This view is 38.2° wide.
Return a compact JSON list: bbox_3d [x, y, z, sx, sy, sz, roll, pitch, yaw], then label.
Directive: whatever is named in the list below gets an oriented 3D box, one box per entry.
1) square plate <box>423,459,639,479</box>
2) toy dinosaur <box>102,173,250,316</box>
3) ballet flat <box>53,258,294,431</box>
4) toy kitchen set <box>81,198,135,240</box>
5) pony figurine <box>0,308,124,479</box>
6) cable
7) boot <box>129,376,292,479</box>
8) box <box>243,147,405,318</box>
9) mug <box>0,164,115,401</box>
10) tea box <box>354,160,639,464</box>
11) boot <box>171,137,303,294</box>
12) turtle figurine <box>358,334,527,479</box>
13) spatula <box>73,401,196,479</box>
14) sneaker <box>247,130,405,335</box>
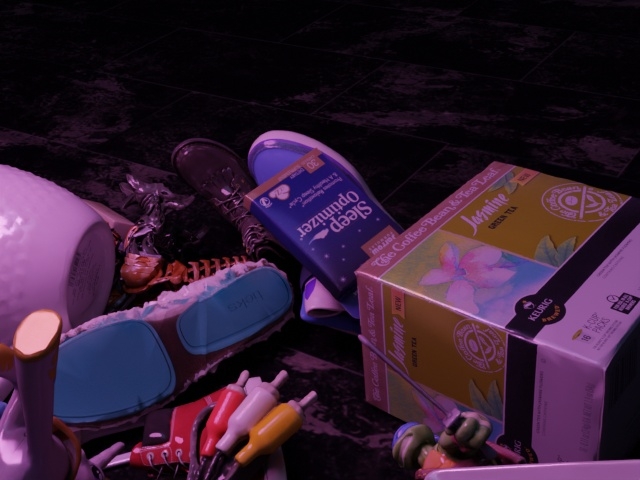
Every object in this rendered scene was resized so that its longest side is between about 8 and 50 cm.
[{"bbox_3d":[0.204,0.288,0.664,0.347,0.049,0.344,-10,25,26],"label":"square plate"},{"bbox_3d":[-0.272,0.040,1.444,0.322,0.164,0.218,14,49,-1],"label":"toy dinosaur"},{"bbox_3d":[-0.216,0.148,1.255,0.409,0.146,0.147,-21,35,-31],"label":"ballet flat"},{"bbox_3d":[-0.449,0.012,1.555,0.122,0.166,0.207,28,9,41],"label":"toy kitchen set"},{"bbox_3d":[-0.307,0.283,0.885,0.303,0.363,0.350,13,54,15],"label":"pony figurine"},{"bbox_3d":[-0.126,0.248,0.965,0.140,0.072,0.287,9,43,35],"label":"cable"},{"bbox_3d":[-0.125,0.272,1.061,0.176,0.088,0.244,-16,36,-9],"label":"boot"},{"bbox_3d":[0.020,-0.014,1.248,0.136,0.036,0.225,-37,73,-28],"label":"box"},{"bbox_3d":[-0.477,0.070,1.247,0.328,0.276,0.374,9,65,8],"label":"mug"},{"bbox_3d":[0.269,0.094,1.151,0.324,0.219,0.329,19,40,35],"label":"tea box"},{"bbox_3d":[-0.113,-0.038,1.430,0.091,0.263,0.229,-46,28,9],"label":"boot"},{"bbox_3d":[0.130,0.275,0.919,0.266,0.275,0.197,31,81,38],"label":"turtle figurine"},{"bbox_3d":[-0.253,0.269,1.150,0.242,0.019,0.168,-14,32,-12],"label":"spatula"},{"bbox_3d":[0.000,0.001,1.307,0.323,0.130,0.236,42,33,-8],"label":"sneaker"}]
